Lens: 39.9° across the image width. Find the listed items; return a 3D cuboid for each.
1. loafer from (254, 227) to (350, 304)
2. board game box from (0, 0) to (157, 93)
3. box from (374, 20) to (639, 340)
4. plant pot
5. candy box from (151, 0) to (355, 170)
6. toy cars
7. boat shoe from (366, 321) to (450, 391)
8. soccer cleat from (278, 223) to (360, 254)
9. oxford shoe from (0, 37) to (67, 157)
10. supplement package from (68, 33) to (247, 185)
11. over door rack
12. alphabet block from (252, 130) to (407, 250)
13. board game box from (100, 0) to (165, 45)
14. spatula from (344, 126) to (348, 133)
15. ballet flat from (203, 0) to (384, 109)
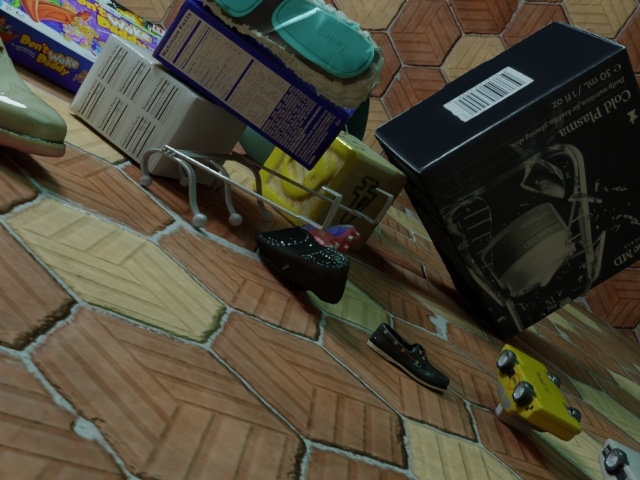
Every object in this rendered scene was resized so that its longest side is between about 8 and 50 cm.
[{"bbox_3d":[-0.034,0.038,1.299,0.080,0.078,0.220,-10,20,-26],"label":"loafer"},{"bbox_3d":[-0.469,-0.384,1.628,0.347,0.078,0.233,28,32,-31],"label":"board game box"},{"bbox_3d":[0.453,-0.131,1.905,0.471,0.480,0.297,58,0,-29],"label":"box"},{"bbox_3d":[-0.051,-0.270,2.042,0.235,0.292,0.293,20,7,17],"label":"plant pot"},{"bbox_3d":[-0.100,-0.271,1.501,0.317,0.122,0.268,37,14,-4],"label":"candy box"},{"bbox_3d":[0.372,0.303,1.259,0.394,0.087,0.177,44,20,32],"label":"toy cars"},{"bbox_3d":[0.131,0.167,1.258,0.133,0.042,0.049,35,9,3],"label":"boat shoe"},{"bbox_3d":[0.000,0.000,1.520,0.095,0.083,0.248,31,13,11],"label":"soccer cleat"},{"bbox_3d":[-0.456,-0.245,1.091,0.397,0.146,0.140,36,11,11],"label":"oxford shoe"},{"bbox_3d":[-0.267,-0.214,1.487,0.203,0.149,0.194,37,11,20],"label":"supplement package"},{"bbox_3d":[-0.084,-0.063,1.355,0.324,0.108,0.239,16,10,21],"label":"over door rack"},{"bbox_3d":[0.020,-0.117,1.776,0.192,0.193,0.197,40,13,36],"label":"alphabet block"},{"bbox_3d":[-0.432,-0.407,1.866,0.193,0.053,0.305,28,32,-26],"label":"board game box"},{"bbox_3d":[0.071,-0.137,2.015,0.242,0.019,0.168,80,0,-57],"label":"spatula"},{"bbox_3d":[-0.068,-0.343,1.373,0.409,0.147,0.147,46,14,15],"label":"ballet flat"}]
